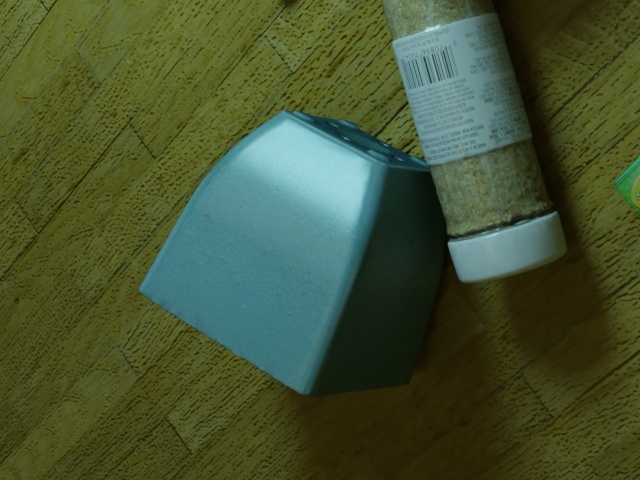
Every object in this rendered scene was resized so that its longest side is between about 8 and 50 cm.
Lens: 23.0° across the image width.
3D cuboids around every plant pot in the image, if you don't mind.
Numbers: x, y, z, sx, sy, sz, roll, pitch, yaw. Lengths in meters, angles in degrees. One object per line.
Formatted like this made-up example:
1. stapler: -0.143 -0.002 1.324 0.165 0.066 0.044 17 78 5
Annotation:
1. plant pot: 0.000 0.000 1.746 0.247 0.248 0.252 30 104 27

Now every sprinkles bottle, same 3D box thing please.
1. sprinkles bottle: 0.155 -0.138 1.656 0.121 0.121 0.355 -13 95 38

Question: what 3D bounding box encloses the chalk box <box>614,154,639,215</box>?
1. chalk box: 0.381 -0.063 1.504 0.213 0.132 0.132 51 127 15
